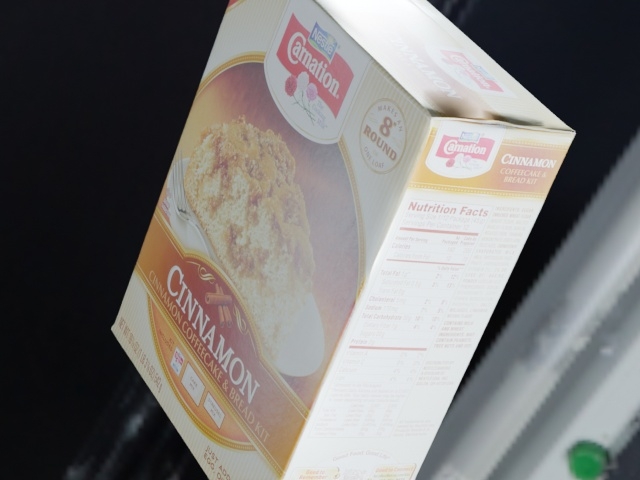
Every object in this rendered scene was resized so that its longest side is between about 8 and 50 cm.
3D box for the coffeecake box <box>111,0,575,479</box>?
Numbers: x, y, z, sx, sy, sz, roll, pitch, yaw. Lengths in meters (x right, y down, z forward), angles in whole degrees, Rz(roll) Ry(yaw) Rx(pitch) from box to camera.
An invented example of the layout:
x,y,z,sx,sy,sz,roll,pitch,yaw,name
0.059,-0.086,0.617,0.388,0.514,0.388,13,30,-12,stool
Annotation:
x,y,z,sx,sy,sz,roll,pitch,yaw,name
0.000,0.000,0.670,0.142,0.068,0.185,50,-54,45,coffeecake box
